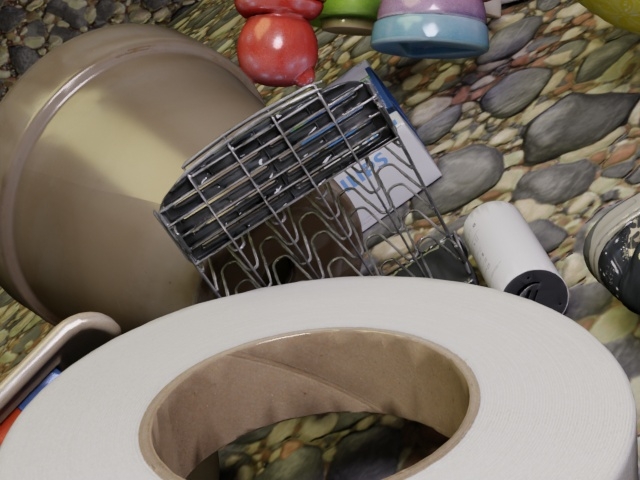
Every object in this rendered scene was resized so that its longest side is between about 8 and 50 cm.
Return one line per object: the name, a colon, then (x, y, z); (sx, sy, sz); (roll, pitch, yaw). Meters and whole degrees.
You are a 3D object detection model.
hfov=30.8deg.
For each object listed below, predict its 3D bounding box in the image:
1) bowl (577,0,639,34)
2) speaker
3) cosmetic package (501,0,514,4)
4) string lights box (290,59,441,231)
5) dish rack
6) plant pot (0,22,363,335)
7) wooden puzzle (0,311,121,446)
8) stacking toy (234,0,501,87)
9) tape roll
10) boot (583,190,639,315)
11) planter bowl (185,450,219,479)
bowl: (0.361, -0.261, 1.011); (0.289, 0.156, 0.289); (-32, 23, 16)
speaker: (0.154, 0.018, 0.932); (0.055, 0.055, 0.136); (-35, 23, 9)
cosmetic package: (0.285, -0.427, 1.424); (0.230, 0.161, 0.453); (-50, 25, -25)
string lights box: (0.037, -0.107, 1.307); (0.133, 0.076, 0.259); (-35, 23, 9)
dish rack: (0.000, 0.000, 0.921); (0.208, 0.271, 0.074); (-33, 37, -1)
plant pot: (-0.121, -0.016, 1.093); (0.323, 0.323, 0.280); (-45, 44, -15)
wooden puzzle: (-0.305, 0.233, 1.058); (0.348, 0.080, 0.322); (-43, -7, -19)
stacking toy: (0.067, -0.237, 1.368); (0.309, 0.130, 0.279); (2, 1, 21)
tape roll: (-0.004, 0.131, 0.716); (0.392, 0.072, 0.392); (-6, 22, 2)
boot: (0.298, -0.003, 0.735); (0.236, 0.085, 0.178); (-34, 28, 11)
planter bowl: (-0.151, 0.207, 0.934); (0.162, 0.162, 0.109); (-35, 50, 9)
